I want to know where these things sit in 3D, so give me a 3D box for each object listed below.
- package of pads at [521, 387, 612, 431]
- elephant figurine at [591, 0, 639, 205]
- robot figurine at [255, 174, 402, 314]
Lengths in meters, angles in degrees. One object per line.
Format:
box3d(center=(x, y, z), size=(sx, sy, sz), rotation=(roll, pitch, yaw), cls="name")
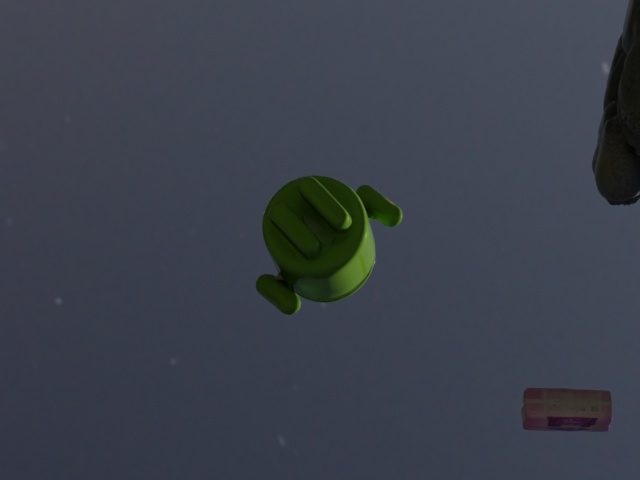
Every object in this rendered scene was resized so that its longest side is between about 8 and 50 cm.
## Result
box3d(center=(0.229, 0.158, 1.466), size=(0.083, 0.050, 0.032), rotation=(1, -113, 6), cls="package of pads")
box3d(center=(0.293, -0.076, 0.935), size=(0.240, 0.186, 0.169), rotation=(12, -129, 6), cls="elephant figurine")
box3d(center=(0.000, 0.000, 1.004), size=(0.101, 0.115, 0.067), rotation=(-43, -108, -8), cls="robot figurine")
